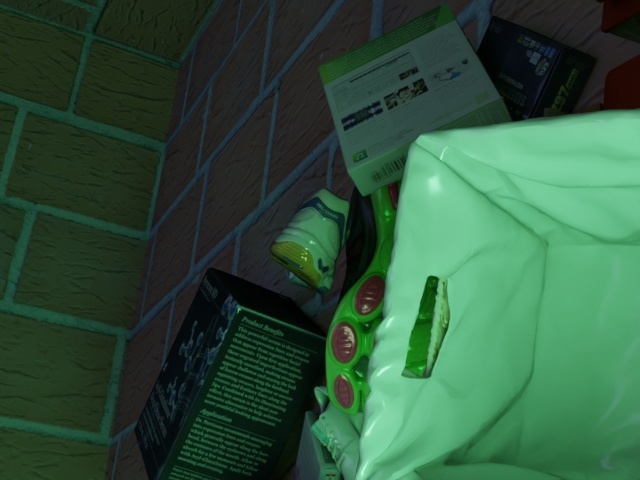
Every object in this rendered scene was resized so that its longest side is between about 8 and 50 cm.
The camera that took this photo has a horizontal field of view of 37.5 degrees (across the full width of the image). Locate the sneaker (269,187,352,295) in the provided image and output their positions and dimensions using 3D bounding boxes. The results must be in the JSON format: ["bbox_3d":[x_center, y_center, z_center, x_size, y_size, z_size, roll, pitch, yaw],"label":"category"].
[{"bbox_3d":[0.000,0.000,1.421,0.131,0.112,0.296,-56,1,-7],"label":"sneaker"}]

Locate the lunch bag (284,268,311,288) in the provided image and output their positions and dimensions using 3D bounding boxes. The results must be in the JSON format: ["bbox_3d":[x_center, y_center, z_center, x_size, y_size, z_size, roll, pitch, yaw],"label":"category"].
[{"bbox_3d":[-0.030,0.069,1.904,0.053,0.071,0.083,-64,24,21],"label":"lunch bag"}]

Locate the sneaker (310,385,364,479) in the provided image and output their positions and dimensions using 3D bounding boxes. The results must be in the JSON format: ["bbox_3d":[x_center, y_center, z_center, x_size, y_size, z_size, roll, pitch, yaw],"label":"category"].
[{"bbox_3d":[0.029,0.326,1.546,0.080,0.094,0.212,-58,26,32],"label":"sneaker"}]

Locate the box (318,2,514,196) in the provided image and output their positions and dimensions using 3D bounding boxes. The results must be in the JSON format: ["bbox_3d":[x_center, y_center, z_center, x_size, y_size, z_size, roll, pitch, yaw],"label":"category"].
[{"bbox_3d":[0.129,-0.218,1.397,0.232,0.058,0.322,-25,38,10],"label":"box"}]

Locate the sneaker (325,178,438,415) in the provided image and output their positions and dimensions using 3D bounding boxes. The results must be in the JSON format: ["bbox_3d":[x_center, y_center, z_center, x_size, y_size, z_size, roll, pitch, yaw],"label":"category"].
[{"bbox_3d":[0.118,0.040,1.479,0.202,0.185,0.482,103,180,-81],"label":"sneaker"}]

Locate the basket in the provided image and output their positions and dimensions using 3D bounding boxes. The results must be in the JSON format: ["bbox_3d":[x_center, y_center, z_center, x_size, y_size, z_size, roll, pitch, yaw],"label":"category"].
[{"bbox_3d":[0.244,0.091,0.775,0.331,0.266,0.328,0,72,35],"label":"basket"}]

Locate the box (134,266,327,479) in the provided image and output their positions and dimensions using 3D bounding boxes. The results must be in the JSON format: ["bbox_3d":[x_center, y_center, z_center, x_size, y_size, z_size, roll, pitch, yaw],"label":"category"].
[{"bbox_3d":[-0.184,0.296,1.877,0.395,0.212,0.293,-65,21,4],"label":"box"}]

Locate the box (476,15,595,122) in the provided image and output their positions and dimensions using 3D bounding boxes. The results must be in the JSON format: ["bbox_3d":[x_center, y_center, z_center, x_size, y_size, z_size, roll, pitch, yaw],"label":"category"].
[{"bbox_3d":[0.277,-0.209,1.353,0.232,0.059,0.183,-120,49,-63],"label":"box"}]

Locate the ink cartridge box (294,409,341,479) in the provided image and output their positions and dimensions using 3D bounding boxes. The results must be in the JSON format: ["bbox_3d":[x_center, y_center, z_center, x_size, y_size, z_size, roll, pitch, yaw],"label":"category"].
[{"bbox_3d":[-0.006,0.415,1.672,0.145,0.045,0.179,-109,22,-55],"label":"ink cartridge box"}]

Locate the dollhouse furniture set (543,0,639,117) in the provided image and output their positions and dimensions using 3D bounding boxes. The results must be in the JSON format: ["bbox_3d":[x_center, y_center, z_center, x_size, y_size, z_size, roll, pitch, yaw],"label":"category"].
[{"bbox_3d":[0.347,-0.182,1.053,0.262,0.135,0.259,-29,49,61],"label":"dollhouse furniture set"}]
